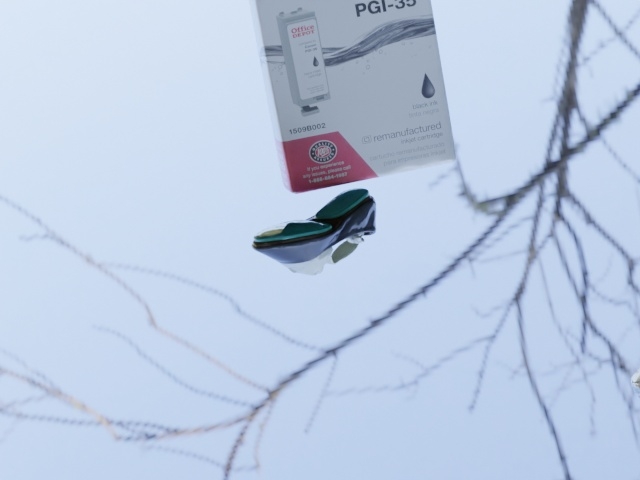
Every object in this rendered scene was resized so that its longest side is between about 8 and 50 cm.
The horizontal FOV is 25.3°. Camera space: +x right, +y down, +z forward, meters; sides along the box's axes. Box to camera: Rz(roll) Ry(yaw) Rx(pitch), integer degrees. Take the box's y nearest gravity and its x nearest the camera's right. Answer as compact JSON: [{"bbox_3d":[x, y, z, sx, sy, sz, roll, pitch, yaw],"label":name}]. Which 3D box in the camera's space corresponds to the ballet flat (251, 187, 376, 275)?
[{"bbox_3d":[0.000,0.000,1.610,0.074,0.074,0.203,9,-157,35],"label":"ballet flat"}]

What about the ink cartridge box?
[{"bbox_3d":[0.032,-0.218,1.682,0.207,0.283,0.117,-12,-166,-3],"label":"ink cartridge box"}]

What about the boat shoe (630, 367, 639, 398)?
[{"bbox_3d":[0.392,0.115,1.401,0.184,0.063,0.066,-33,-174,-18],"label":"boat shoe"}]
